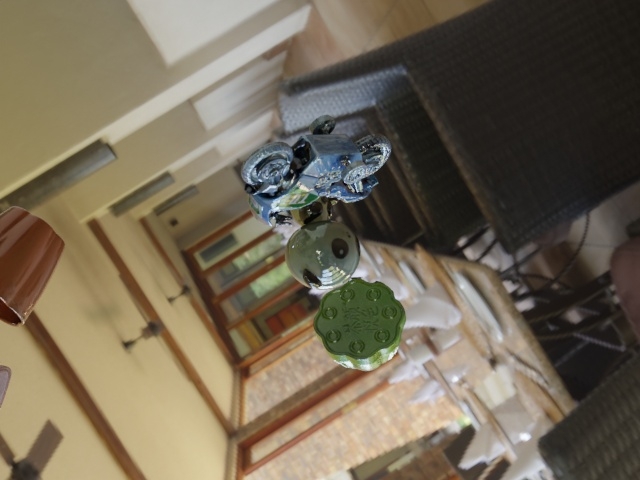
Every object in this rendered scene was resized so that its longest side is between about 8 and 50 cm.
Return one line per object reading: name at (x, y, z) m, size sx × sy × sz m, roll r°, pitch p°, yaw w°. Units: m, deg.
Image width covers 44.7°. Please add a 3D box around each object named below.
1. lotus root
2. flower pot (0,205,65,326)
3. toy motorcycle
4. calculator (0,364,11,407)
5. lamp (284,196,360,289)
lotus root at (0.088, 0.193, 1.563) m, size 0.186 × 0.186 × 0.186 m, roll 57°, pitch 177°, yaw 5°
flower pot at (-0.577, 0.039, 1.442) m, size 0.191 × 0.173 × 0.190 m, roll 25°, pitch 153°, yaw 14°
toy motorcycle at (-0.010, -0.081, 0.995) m, size 0.092 × 0.255 × 0.135 m, roll 56°, pitch 132°, yaw 24°
calculator at (-0.524, 0.267, 0.928) m, size 0.048 × 0.329 × 0.220 m, roll 8°, pitch 153°, yaw 34°
lamp at (0.000, 0.000, 1.901) m, size 0.198 × 0.198 × 0.243 m, roll 104°, pitch 154°, yaw -86°
